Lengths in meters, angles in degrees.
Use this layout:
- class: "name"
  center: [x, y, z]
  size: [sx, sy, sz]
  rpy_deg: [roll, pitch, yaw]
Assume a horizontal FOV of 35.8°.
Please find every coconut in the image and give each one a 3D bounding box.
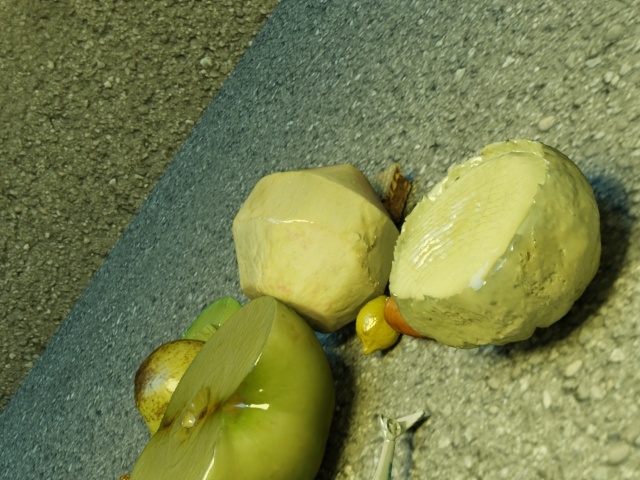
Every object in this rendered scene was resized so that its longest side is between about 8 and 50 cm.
- class: "coconut"
  center: [0.000, 0.000, 1.497]
  size: [0.259, 0.259, 0.259]
  rpy_deg: [-46, 24, 28]

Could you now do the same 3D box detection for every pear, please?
- class: "pear"
  center: [-0.216, 0.259, 1.691]
  size: [0.197, 0.197, 0.197]
  rpy_deg: [-46, 24, 28]

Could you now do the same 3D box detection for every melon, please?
- class: "melon"
  center: [-0.221, 0.198, 1.948]
  size: [0.209, 0.064, 0.118]
  rpy_deg: [-44, 24, 27]

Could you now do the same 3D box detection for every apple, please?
- class: "apple"
  center: [-0.145, 0.261, 1.402]
  size: [0.360, 0.320, 0.312]
  rpy_deg: [-32, 75, 61]

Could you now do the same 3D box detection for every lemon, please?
- class: "lemon"
  center: [0.081, 0.119, 1.384]
  size: [0.065, 0.065, 0.092]
  rpy_deg: [-22, 42, 57]

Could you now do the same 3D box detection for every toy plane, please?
- class: "toy plane"
  center: [0.068, 0.298, 1.123]
  size: [0.182, 0.107, 0.273]
  rpy_deg: [-16, 42, 53]

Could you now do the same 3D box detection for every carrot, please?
- class: "carrot"
  center: [0.161, 0.103, 1.260]
  size: [0.256, 0.061, 0.061]
  rpy_deg: [8, 68, 58]

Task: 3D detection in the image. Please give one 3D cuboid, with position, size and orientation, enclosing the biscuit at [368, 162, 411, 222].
- class: "biscuit"
  center: [0.026, -0.016, 1.698]
  size: [0.378, 0.054, 0.094]
  rpy_deg: [-34, 31, 48]

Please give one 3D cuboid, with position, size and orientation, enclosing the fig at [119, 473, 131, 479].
- class: "fig"
  center: [-0.331, 0.492, 1.596]
  size: [0.149, 0.149, 0.246]
  rpy_deg: [-170, 80, -67]

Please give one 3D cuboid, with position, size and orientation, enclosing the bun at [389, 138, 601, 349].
- class: "bun"
  center: [0.209, 0.012, 1.120]
  size: [0.259, 0.152, 0.259]
  rpy_deg: [-42, 22, 21]
